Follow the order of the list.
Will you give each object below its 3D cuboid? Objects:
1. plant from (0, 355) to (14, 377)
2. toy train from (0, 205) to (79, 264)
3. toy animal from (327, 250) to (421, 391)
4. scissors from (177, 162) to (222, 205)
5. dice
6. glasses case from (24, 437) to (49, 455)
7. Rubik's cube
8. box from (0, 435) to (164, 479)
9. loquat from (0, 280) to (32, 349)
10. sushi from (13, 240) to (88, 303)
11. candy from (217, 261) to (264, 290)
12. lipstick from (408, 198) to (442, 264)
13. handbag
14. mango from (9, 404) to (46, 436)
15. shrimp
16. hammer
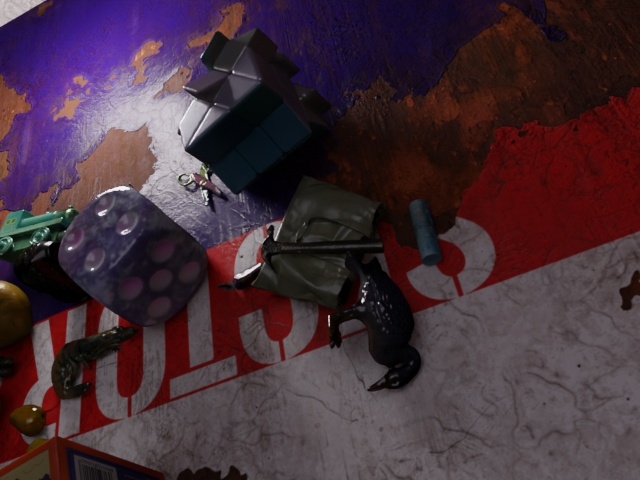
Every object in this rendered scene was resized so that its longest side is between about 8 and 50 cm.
[{"bbox_3d":[-0.953,0.372,1.867,0.174,0.087,0.085,-12,91,17],"label":"plant"},{"bbox_3d":[-0.888,-0.020,2.055,0.298,0.120,0.194,-11,51,23],"label":"toy train"},{"bbox_3d":[0.108,0.165,1.374,0.186,0.122,0.298,-6,69,5],"label":"toy animal"},{"bbox_3d":[-0.342,-0.171,1.913,0.134,0.020,0.187,-35,49,-1],"label":"scissors"},{"bbox_3d":[-0.482,0.041,1.693,0.270,0.270,0.271,33,79,38],"label":"dice"},{"bbox_3d":[-0.636,0.538,1.597,0.234,0.064,0.079,0,54,30],"label":"glasses case"},{"bbox_3d":[-0.201,-0.331,1.735,0.387,0.358,0.368,-35,48,19],"label":"Rubik's cube"},{"bbox_3d":[-0.516,0.613,1.300,0.319,0.348,0.256,-32,51,6],"label":"box"},{"bbox_3d":[-0.957,0.203,1.866,0.214,0.246,0.213,-16,51,21],"label":"loquat"},{"bbox_3d":[-0.738,0.087,1.831,0.126,0.225,0.136,-20,54,17],"label":"sushi"},{"bbox_3d":[-0.179,0.090,1.643,0.175,0.045,0.043,-29,41,8],"label":"candy"},{"bbox_3d":[0.238,-0.021,1.486,0.048,0.048,0.157,-20,53,16],"label":"lipstick"},{"bbox_3d":[0.002,0.004,1.562,0.253,0.109,0.315,14,68,29],"label":"handbag"},{"bbox_3d":[-0.771,0.471,1.714,0.114,0.060,0.080,-5,55,30],"label":"mango"},{"bbox_3d":[-0.603,0.322,1.727,0.296,0.058,0.169,-23,60,19],"label":"shrimp"},{"bbox_3d":[0.002,0.015,1.481,0.297,0.027,0.125,-2,67,19],"label":"hammer"}]
